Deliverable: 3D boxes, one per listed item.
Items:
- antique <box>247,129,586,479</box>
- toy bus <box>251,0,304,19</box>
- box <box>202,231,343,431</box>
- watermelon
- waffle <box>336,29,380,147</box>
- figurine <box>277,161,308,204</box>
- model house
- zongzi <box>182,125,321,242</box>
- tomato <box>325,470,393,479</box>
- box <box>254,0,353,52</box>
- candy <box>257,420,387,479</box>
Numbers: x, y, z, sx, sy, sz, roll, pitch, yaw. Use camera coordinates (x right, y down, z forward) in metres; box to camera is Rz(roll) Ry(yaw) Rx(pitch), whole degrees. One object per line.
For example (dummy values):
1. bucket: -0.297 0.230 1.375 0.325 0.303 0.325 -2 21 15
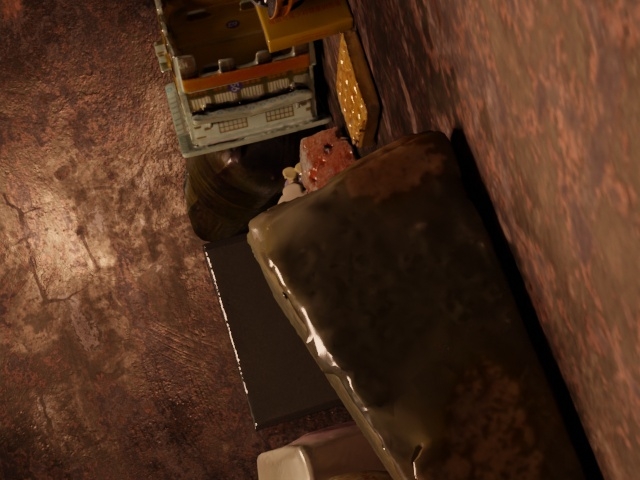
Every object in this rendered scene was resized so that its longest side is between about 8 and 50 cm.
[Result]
1. antique: 0.075 0.088 0.513 0.125 0.150 0.284 72 172 -68
2. toy bus: -0.037 -0.304 0.723 0.083 0.088 0.195 -159 55 -80
3. box: -0.045 0.149 1.495 0.204 0.251 0.345 98 157 -81
4. watermelon: 0.024 -0.054 1.024 0.154 0.094 0.241 89 169 -48
5. waffle: 0.036 -0.144 0.817 0.135 0.021 0.092 88 166 -75
6. figurine: 0.000 0.000 1.208 0.155 0.127 0.235 53 171 22
7. model house: -0.110 -0.245 1.126 0.215 0.224 0.199 86 166 -54
8. zongzi: -0.147 -0.236 1.451 0.403 0.207 0.433 135 131 -62
9. tomato: 0.061 0.348 0.796 0.223 0.270 0.270 -54 -42 -49
10. box: -0.031 -0.263 0.799 0.023 0.086 0.155 75 177 -68
11. candy: 0.048 0.411 1.017 0.145 0.208 0.359 -24 71 52
